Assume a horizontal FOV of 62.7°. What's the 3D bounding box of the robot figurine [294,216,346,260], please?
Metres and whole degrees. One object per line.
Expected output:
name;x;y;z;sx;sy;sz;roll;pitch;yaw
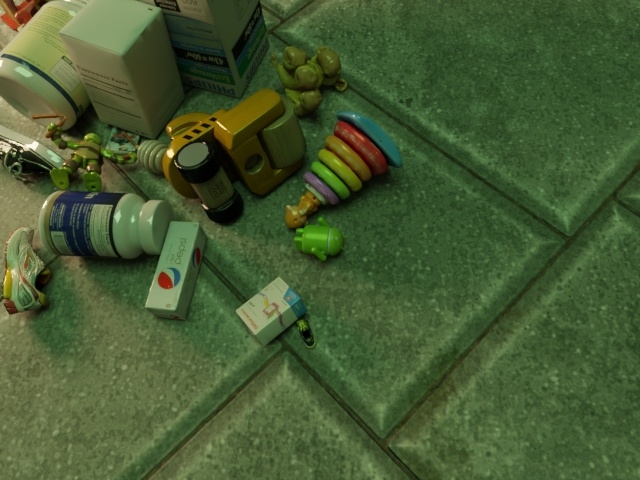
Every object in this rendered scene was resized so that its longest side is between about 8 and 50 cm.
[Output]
robot figurine;0.000;0.000;1.186;0.115;0.067;0.101;5;51;8

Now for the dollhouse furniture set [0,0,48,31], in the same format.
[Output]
dollhouse furniture set;-0.874;-0.714;1.583;0.374;0.201;0.152;39;72;23

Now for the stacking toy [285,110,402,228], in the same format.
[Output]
stacking toy;0.027;-0.144;1.229;0.175;0.166;0.302;42;90;-21

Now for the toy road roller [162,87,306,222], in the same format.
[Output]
toy road roller;-0.223;-0.230;1.264;0.329;0.203;0.240;-37;54;-11

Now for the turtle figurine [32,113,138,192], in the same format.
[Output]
turtle figurine;-0.589;-0.208;1.292;0.269;0.087;0.217;19;36;-22

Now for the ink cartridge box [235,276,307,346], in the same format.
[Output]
ink cartridge box;-0.105;0.150;1.115;0.122;0.052;0.088;-39;47;-13

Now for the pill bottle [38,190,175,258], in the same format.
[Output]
pill bottle;-0.484;-0.035;1.209;0.264;0.153;0.153;3;63;7

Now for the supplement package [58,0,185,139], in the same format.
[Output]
supplement package;-0.485;-0.435;1.327;0.175;0.293;0.178;21;62;9

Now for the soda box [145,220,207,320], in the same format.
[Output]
soda box;-0.321;0.066;1.185;0.073;0.069;0.216;4;62;9

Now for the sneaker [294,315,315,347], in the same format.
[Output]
sneaker;-0.033;0.185;1.110;0.031;0.035;0.083;-26;62;-9

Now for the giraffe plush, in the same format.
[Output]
giraffe plush;-0.014;-0.439;1.390;0.170;0.182;0.210;-24;27;-18

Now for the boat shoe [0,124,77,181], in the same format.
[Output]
boat shoe;-0.770;-0.211;1.356;0.306;0.113;0.105;26;76;11

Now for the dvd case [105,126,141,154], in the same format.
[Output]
dvd case;-0.527;-0.282;1.423;0.087;0.013;0.120;3;63;7

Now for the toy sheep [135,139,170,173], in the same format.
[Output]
toy sheep;-0.418;-0.212;1.332;0.132;0.091;0.091;21;66;16

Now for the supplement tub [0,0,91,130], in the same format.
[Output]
supplement tub;-0.696;-0.489;1.425;0.235;0.235;0.325;19;66;15

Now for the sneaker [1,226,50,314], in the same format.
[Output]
sneaker;-0.679;0.067;1.226;0.092;0.088;0.225;-5;60;-20

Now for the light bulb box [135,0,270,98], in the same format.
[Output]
light bulb box;-0.359;-0.607;1.381;0.357;0.361;0.225;16;67;14
